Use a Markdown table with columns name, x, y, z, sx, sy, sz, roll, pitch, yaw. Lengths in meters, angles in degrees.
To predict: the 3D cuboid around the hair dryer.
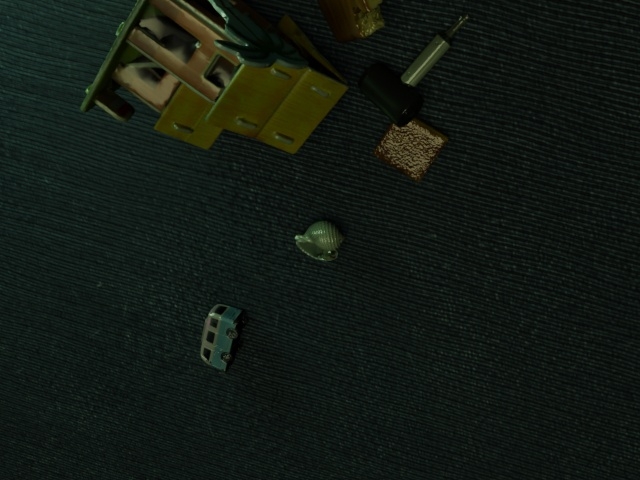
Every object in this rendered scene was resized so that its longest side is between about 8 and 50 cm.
| name | x | y | z | sx | sy | sz | roll | pitch | yaw |
| --- | --- | --- | --- | --- | --- | --- | --- | --- | --- |
| hair dryer | 0.156 | -0.279 | 1.195 | 0.197 | 0.057 | 0.100 | -46 | 74 | 12 |

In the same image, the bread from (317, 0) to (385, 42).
| name | x | y | z | sx | sy | sz | roll | pitch | yaw |
| --- | --- | --- | --- | --- | --- | --- | --- | --- | --- |
| bread | 0.050 | -0.334 | 1.101 | 0.049 | 0.226 | 0.088 | -27 | 107 | -6 |

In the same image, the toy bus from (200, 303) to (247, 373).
| name | x | y | z | sx | sy | sz | roll | pitch | yaw |
| --- | --- | --- | --- | --- | --- | --- | --- | --- | --- |
| toy bus | -0.192 | 0.188 | 1.492 | 0.075 | 0.060 | 0.123 | 20 | 116 | 8 |

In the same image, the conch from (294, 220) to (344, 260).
| name | x | y | z | sx | sy | sz | roll | pitch | yaw |
| --- | --- | --- | --- | --- | --- | --- | --- | --- | --- |
| conch | 0.003 | -0.003 | 1.360 | 0.085 | 0.056 | 0.076 | 14 | 139 | 28 |

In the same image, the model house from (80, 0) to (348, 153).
| name | x | y | z | sx | sy | sz | roll | pitch | yaw |
| --- | --- | --- | --- | --- | --- | --- | --- | --- | --- |
| model house | -0.155 | -0.225 | 1.135 | 0.323 | 0.340 | 0.300 | 34 | 119 | -9 |

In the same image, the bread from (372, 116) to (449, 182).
| name | x | y | z | sx | sy | sz | roll | pitch | yaw |
| --- | --- | --- | --- | --- | --- | --- | --- | --- | --- |
| bread | 0.149 | -0.157 | 1.263 | 0.094 | 0.035 | 0.090 | 31 | 117 | -2 |
